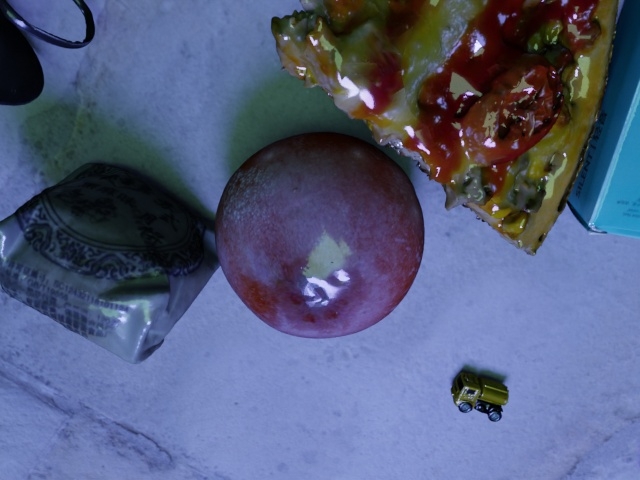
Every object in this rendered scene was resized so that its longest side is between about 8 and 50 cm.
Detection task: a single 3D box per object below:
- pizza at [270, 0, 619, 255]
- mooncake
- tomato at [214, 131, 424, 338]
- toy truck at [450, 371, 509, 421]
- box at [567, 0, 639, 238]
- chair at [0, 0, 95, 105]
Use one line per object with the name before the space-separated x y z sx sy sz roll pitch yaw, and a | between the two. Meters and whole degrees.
pizza | 0.150 -0.173 0.576 0.407 0.130 0.439 -6 108 -24
mooncake | -0.268 0.010 0.713 0.255 0.250 0.136 24 116 -4
tomato | 0.000 0.000 0.695 0.271 0.227 0.270 2 117 4
toy truck | 0.251 0.245 0.874 0.084 0.049 0.054 17 113 -3
box | 0.438 -0.155 0.638 0.205 0.118 0.311 9 114 5
chair | -0.269 -0.350 0.571 0.401 0.226 0.226 -34 106 18
